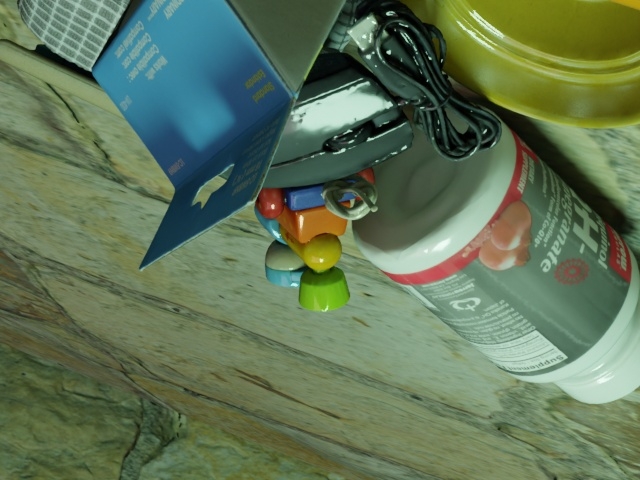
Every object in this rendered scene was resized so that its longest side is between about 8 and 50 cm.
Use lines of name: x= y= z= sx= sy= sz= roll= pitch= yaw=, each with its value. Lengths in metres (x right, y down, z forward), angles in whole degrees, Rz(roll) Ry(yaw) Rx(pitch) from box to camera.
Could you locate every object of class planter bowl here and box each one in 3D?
planter bowl: x=0.165 y=-0.177 z=0.937 sx=0.217 sy=0.090 sz=0.217 roll=22 pitch=160 yaw=8

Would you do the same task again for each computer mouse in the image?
computer mouse: x=-0.014 y=-0.092 z=1.045 sx=0.272 sy=0.072 sz=0.188 roll=-5 pitch=148 yaw=33

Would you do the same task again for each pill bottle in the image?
pill bottle: x=0.193 y=0.027 z=1.277 sx=0.318 sy=0.176 sz=0.176 roll=39 pitch=156 yaw=-32

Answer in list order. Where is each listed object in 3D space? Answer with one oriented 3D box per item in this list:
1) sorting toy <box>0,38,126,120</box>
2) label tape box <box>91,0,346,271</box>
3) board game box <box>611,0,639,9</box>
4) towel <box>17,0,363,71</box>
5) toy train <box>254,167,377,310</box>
sorting toy: x=-0.160 y=-0.138 z=1.374 sx=0.307 sy=0.041 sz=0.229 roll=25 pitch=-172 yaw=10
label tape box: x=-0.056 y=-0.165 z=0.872 sx=0.106 sy=0.334 sz=0.240 roll=31 pitch=159 yaw=-14
board game box: x=0.092 y=-0.309 z=0.313 sx=0.356 sy=0.356 sz=0.356 roll=21 pitch=159 yaw=12
towel: x=-0.121 y=-0.198 z=1.178 sx=0.283 sy=0.121 sz=0.235 roll=29 pitch=160 yaw=-11
toy train: x=0.000 y=0.000 z=1.174 sx=0.248 sy=0.105 sz=0.143 roll=-136 pitch=37 yaw=-62
